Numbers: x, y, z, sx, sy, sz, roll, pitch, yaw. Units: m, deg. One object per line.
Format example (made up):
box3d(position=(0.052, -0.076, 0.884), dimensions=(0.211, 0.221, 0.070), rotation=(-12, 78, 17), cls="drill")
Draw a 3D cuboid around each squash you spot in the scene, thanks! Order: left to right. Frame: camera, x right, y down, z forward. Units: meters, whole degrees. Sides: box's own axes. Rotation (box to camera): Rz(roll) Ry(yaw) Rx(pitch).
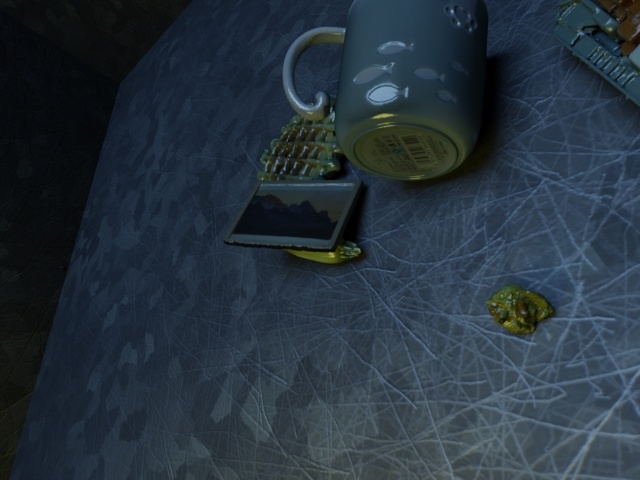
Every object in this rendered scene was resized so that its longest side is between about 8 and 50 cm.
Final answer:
box3d(position=(0.000, 0.000, 1.027), dimensions=(0.224, 0.094, 0.094), rotation=(19, 82, 45), cls="squash")

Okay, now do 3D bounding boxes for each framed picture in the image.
box3d(position=(-0.058, -0.057, 1.045), dimensions=(0.266, 0.018, 0.192), rotation=(3, 51, 27), cls="framed picture")

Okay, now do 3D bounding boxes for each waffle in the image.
box3d(position=(-0.050, -0.204, 1.219), dimensions=(0.309, 0.056, 0.291), rotation=(-37, 44, 28), cls="waffle")

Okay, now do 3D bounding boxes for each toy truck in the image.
box3d(position=(0.451, -0.273, 0.656), dimensions=(0.184, 0.133, 0.338), rotation=(-46, 37, 33), cls="toy truck")

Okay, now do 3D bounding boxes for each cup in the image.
box3d(position=(0.107, -0.271, 0.875), dimensions=(0.357, 0.259, 0.274), rotation=(6, 69, 6), cls="cup")

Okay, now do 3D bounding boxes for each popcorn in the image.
box3d(position=(0.271, 0.090, 0.682), dimensions=(0.083, 0.060, 0.068), rotation=(-10, 60, 35), cls="popcorn")
